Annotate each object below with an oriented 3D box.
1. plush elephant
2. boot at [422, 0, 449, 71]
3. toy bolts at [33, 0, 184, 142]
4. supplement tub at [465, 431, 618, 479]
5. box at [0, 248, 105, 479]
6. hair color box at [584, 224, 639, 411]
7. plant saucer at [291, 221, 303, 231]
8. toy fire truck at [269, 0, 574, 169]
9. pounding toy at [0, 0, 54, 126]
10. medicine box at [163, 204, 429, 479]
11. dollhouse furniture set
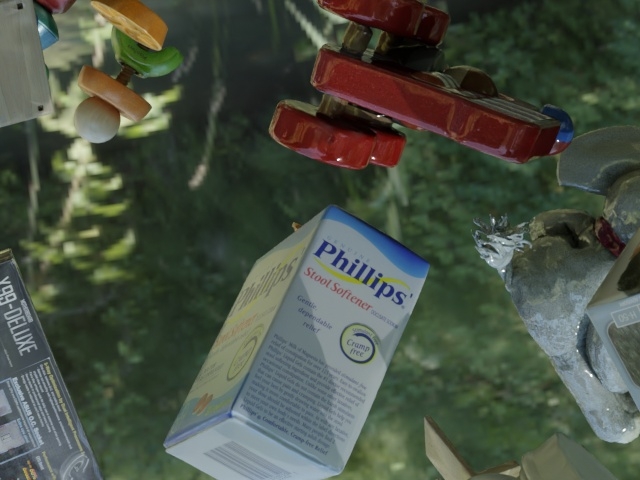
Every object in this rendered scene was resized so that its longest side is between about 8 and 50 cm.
[{"bbox_3d":[0.350,0.020,1.632,0.255,0.272,0.330,-28,135,14],"label":"plush elephant"},{"bbox_3d":[0.119,-0.241,1.649,0.037,0.114,0.106,-25,-154,-1],"label":"boot"},{"bbox_3d":[-0.308,-0.236,1.748,0.228,0.158,0.218,33,173,-2],"label":"toy bolts"},{"bbox_3d":[0.116,0.317,1.008,0.325,0.235,0.235,-43,162,9],"label":"supplement tub"},{"bbox_3d":[-0.405,0.194,1.589,0.242,0.307,0.076,-23,-167,-10],"label":"box"},{"bbox_3d":[0.380,-0.006,1.190,0.185,0.113,0.374,-22,-167,36],"label":"hair color box"},{"bbox_3d":[0.000,0.000,1.823,0.083,0.013,0.083,26,180,0],"label":"plant saucer"},{"bbox_3d":[0.112,-0.134,1.358,0.254,0.169,0.302,23,-169,14],"label":"toy fire truck"},{"bbox_3d":[-0.356,-0.243,1.467,0.094,0.206,0.181,-18,-153,-22],"label":"pounding toy"},{"bbox_3d":[-0.032,0.141,1.694,0.149,0.289,0.263,31,154,-12],"label":"medicine box"},{"bbox_3d":[0.215,0.270,1.617,0.151,0.144,0.123,-16,-147,-17],"label":"dollhouse furniture set"}]
